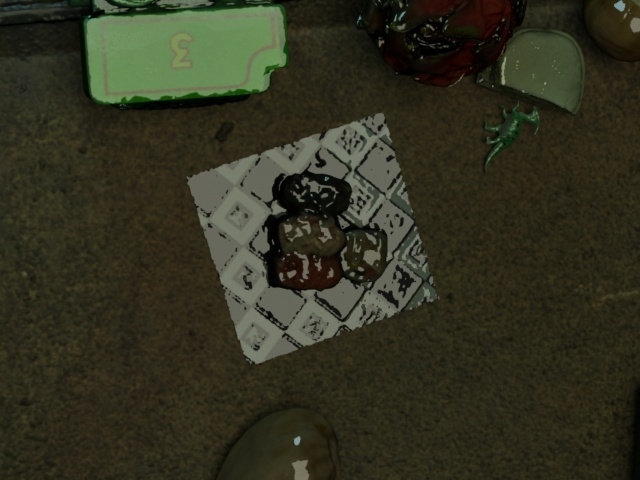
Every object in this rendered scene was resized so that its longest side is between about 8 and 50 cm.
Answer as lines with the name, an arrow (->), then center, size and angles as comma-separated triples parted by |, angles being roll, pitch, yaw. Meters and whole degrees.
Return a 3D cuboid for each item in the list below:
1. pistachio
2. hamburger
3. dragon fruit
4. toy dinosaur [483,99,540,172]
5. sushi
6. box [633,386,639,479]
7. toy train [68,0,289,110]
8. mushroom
pistachio -> -0.049, 0.264, 1.852 | 0.126, 0.108, 0.185 | 37, 92, 10
hamburger -> 0.241, -0.194, 1.918 | 0.121, 0.054, 0.084 | 20, 85, -17
dragon fruit -> 0.126, -0.248, 1.824 | 0.189, 0.182, 0.182 | -8, 96, -21
toy dinosaur -> 0.212, -0.116, 1.931 | 0.062, 0.021, 0.083 | 0, 106, -11
sushi -> 0.000, 0.000, 1.873 | 0.231, 0.047, 0.219 | -19, 98, -12
box -> 0.487, 0.252, 1.967 | 0.274, 0.138, 0.178 | 0, 89, -14
toy train -> -0.142, -0.230, 1.785 | 0.243, 0.132, 0.188 | -6, 100, -11
mushroom -> 0.436, -0.328, 1.918 | 0.350, 0.128, 0.128 | -39, 101, -6
